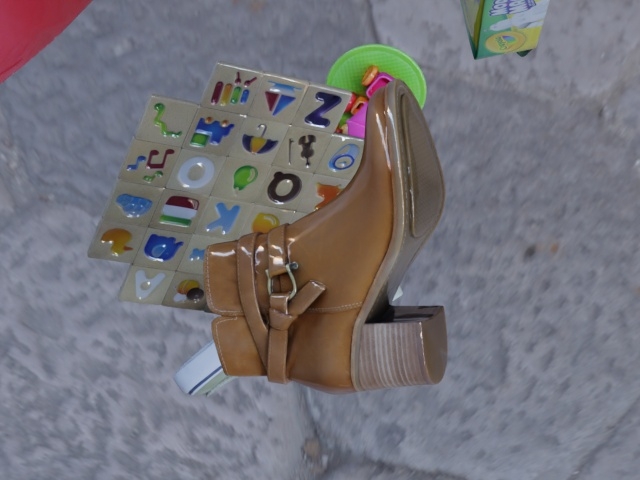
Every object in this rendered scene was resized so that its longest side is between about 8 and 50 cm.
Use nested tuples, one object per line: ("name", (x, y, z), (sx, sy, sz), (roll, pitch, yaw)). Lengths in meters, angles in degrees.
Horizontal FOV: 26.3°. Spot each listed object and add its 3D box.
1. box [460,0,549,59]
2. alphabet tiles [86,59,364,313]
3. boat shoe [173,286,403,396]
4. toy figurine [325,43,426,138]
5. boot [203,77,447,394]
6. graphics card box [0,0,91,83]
("box", (0.096, -0.171, 0.758), (0.043, 0.179, 0.105), (-12, 78, 3))
("alphabet tiles", (-0.104, -0.050, 1.603), (0.285, 0.343, 0.011), (9, 34, -28))
("boat shoe", (-0.038, 0.109, 1.663), (0.302, 0.109, 0.094), (-35, 90, 4))
("toy figurine", (0.052, -0.136, 1.700), (0.130, 0.159, 0.173), (33, 120, -15))
("boot", (0.000, 0.000, 1.253), (0.220, 0.109, 0.284), (-1, 100, 26))
("graphics card box", (-0.226, -0.217, 0.401), (0.094, 0.233, 0.371), (-41, 61, -17))
